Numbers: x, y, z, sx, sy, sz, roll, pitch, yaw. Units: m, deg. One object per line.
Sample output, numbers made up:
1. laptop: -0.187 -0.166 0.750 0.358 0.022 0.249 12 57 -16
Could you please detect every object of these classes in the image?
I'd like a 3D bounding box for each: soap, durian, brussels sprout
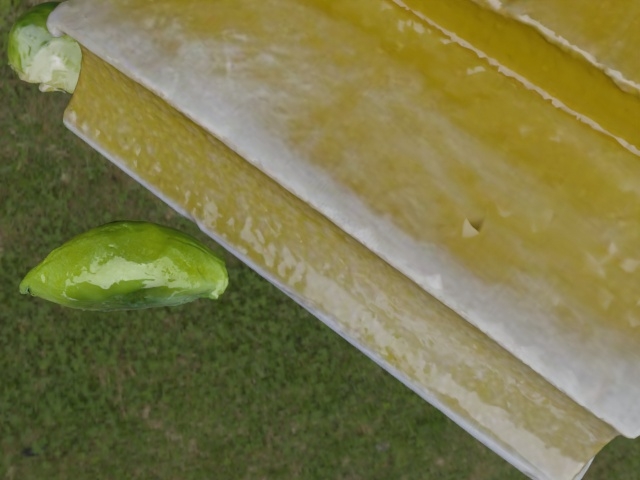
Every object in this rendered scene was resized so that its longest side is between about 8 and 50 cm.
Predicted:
1. soap: 0.064 -0.080 0.393 0.259 0.281 0.143 -51 169 -17
2. durian: -0.238 0.040 1.098 0.250 0.101 0.139 -3 145 -15
3. brussels sprout: -0.392 -0.297 1.369 0.149 0.151 0.122 9 120 -12
